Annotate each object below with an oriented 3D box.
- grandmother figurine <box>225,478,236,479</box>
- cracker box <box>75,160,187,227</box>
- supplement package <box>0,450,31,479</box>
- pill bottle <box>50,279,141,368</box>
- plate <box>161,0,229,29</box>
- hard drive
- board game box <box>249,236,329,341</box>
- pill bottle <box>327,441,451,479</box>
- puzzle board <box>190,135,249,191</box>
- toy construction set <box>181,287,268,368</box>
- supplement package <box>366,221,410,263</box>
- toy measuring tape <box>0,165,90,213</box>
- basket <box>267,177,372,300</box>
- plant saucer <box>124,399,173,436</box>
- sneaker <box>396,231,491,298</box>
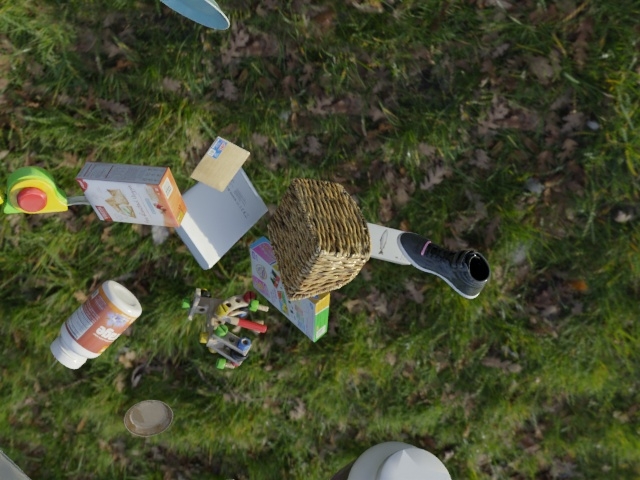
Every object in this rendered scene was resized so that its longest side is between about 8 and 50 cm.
[{"bbox_3d":[-0.225,0.598,1.117,0.104,0.342,0.208,-12,114,26],"label":"grandmother figurine"},{"bbox_3d":[-0.470,-0.114,1.507,0.232,0.067,0.156,6,142,15],"label":"cracker box"},{"bbox_3d":[-0.440,0.342,0.595,0.293,0.175,0.178,20,90,-57],"label":"supplement package"},{"bbox_3d":[-0.564,0.214,1.508,0.216,0.121,0.121,-45,116,2],"label":"pill bottle"},{"bbox_3d":[-0.271,-0.498,1.248,0.188,0.188,0.024,25,89,-20],"label":"plate"},{"bbox_3d":[-0.292,-0.087,1.731,0.040,0.307,0.203,-16,114,40],"label":"hard drive"},{"bbox_3d":[-0.106,0.164,2.011,0.064,0.316,0.242,-37,152,-27],"label":"board game box"},{"bbox_3d":[0.109,0.468,1.067,0.181,0.182,0.323,8,147,-12],"label":"pill bottle"},{"bbox_3d":[-0.250,-0.189,1.495,0.096,0.011,0.128,25,114,-34],"label":"puzzle board"},{"bbox_3d":[-0.323,0.253,1.913,0.237,0.258,0.309,19,159,-19],"label":"toy construction set"},{"bbox_3d":[0.216,0.012,2.023,0.179,0.105,0.105,13,86,-5],"label":"supplement package"},{"bbox_3d":[-0.671,-0.137,1.543,0.329,0.121,0.122,-7,122,-23],"label":"toy measuring tape"},{"bbox_3d":[0.000,0.000,1.737,0.213,0.299,0.223,4,137,-30],"label":"basket"},{"bbox_3d":[-0.304,0.311,1.067,0.083,0.015,0.084,-7,119,-14],"label":"plant saucer"},{"bbox_3d":[0.366,0.046,1.743,0.295,0.105,0.147,35,153,3],"label":"sneaker"}]
